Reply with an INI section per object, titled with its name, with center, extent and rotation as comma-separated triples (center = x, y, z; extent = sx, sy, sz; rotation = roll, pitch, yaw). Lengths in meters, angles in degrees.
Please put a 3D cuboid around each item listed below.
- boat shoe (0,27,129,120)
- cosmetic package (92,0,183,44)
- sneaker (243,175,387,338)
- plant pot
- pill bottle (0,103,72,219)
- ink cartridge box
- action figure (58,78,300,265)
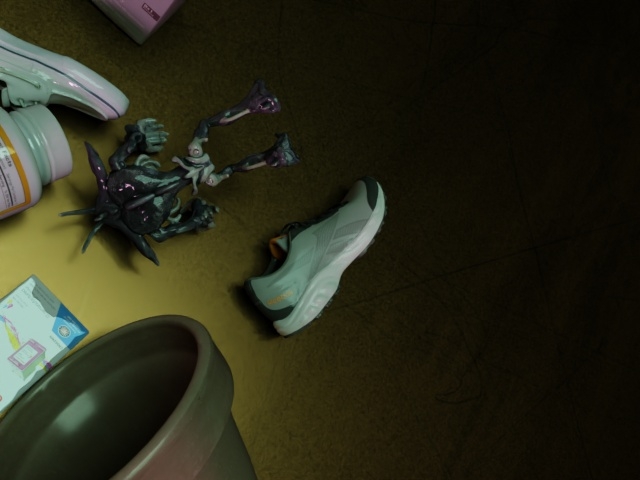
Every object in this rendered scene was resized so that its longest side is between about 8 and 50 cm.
[boat shoe]
center = -0.337, -0.181, 0.749
extent = 0.226, 0.083, 0.075
rotation = 25, 77, -13
[cosmetic package]
center = -0.191, -0.354, 0.779
extent = 0.127, 0.238, 0.107
rotation = 42, 59, -16
[sneaker]
center = 0.000, 0.000, 0.899
extent = 0.108, 0.100, 0.271
rotation = 43, 59, -10
[plant pot]
center = -0.169, 0.242, 0.662
extent = 0.263, 0.263, 0.229
rotation = -49, 123, -32
[pill bottle]
center = -0.369, -0.066, 0.664
extent = 0.215, 0.117, 0.117
rotation = -30, 95, -35
[ink cartridge box]
center = -0.322, 0.110, 0.689
extent = 0.088, 0.052, 0.122
rotation = 50, 58, -12
[action figure]
center = -0.167, -0.078, 0.791
extent = 0.276, 0.141, 0.164
rotation = -28, 103, -8
